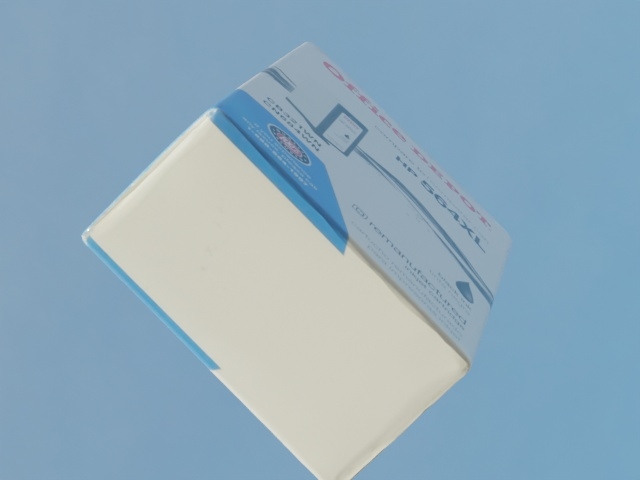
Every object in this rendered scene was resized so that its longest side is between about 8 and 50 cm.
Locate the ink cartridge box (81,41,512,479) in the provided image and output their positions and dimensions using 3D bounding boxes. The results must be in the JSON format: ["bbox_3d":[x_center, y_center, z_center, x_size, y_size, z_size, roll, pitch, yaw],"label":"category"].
[{"bbox_3d":[0.000,0.000,0.777,0.148,0.203,0.086,44,-72,-3],"label":"ink cartridge box"}]
